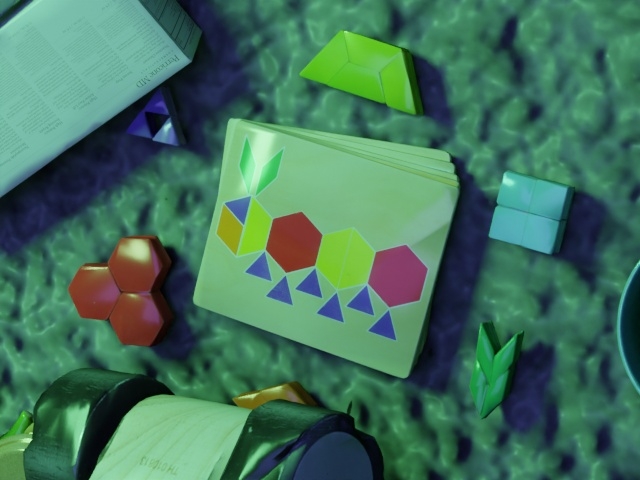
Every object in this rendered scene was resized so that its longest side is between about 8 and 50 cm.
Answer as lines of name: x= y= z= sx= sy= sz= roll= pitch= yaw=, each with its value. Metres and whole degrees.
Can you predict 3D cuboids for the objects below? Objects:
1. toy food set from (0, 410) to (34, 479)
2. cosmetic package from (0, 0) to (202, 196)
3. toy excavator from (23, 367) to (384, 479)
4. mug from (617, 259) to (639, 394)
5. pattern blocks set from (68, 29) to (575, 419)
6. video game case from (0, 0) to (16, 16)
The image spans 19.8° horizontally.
toy food set: x=-0.200 y=0.195 z=1.345 sx=0.192 sy=0.038 sz=0.132 roll=32 pitch=112 yaw=13
cosmetic package: x=-0.207 y=-0.109 z=1.294 sx=0.239 sy=0.060 sz=0.099 roll=-32 pitch=110 yaw=21
toy excavator: x=-0.052 y=0.360 z=1.195 sx=0.222 sy=0.445 sz=0.433 roll=4 pitch=57 yaw=38
mug: x=0.248 y=0.061 z=1.107 sx=0.129 sy=0.097 sz=0.157 roll=26 pitch=103 yaw=19
pattern blocks set: x=0.000 y=0.000 z=1.248 sx=0.325 sy=0.026 sz=0.285 roll=27 pitch=103 yaw=20
video game case: x=-0.260 y=-0.309 z=1.266 sx=0.204 sy=0.025 sz=0.285 roll=-44 pitch=78 yaw=6
